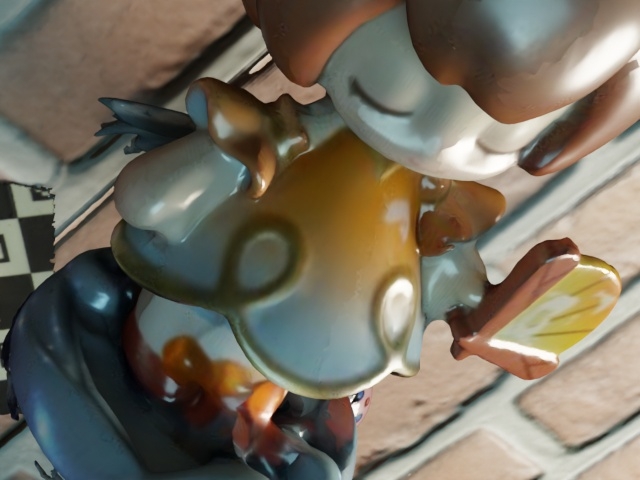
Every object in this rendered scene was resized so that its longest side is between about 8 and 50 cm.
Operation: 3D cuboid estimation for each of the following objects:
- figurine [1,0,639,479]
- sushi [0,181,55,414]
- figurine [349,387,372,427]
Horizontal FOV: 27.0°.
[{"bbox_3d":[0.031,-0.071,0.577,0.276,0.248,0.388,16,127,-25],"label":"figurine"},{"bbox_3d":[-0.254,0.050,0.741,0.210,0.040,0.193,0,128,-11],"label":"sushi"},{"bbox_3d":[-0.002,0.091,0.802,0.067,0.071,0.083,28,119,21],"label":"figurine"}]
